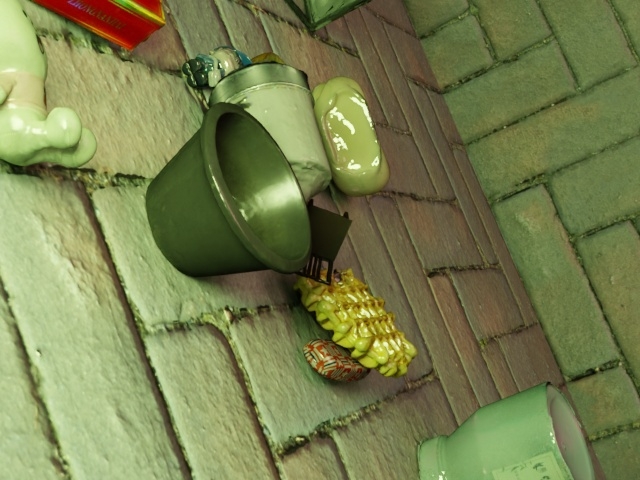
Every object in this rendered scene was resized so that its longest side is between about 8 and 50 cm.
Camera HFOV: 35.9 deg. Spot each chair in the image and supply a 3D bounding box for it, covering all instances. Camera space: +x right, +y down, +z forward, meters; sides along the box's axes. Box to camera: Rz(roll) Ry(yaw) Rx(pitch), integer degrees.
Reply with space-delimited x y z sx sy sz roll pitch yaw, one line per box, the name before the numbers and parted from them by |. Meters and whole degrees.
chair | 0.000 0.000 1.712 0.084 0.101 0.212 20 10 -4

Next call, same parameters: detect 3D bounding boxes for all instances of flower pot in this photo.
flower pot | -0.145 -0.050 1.434 0.269 0.166 0.269 47 30 -39

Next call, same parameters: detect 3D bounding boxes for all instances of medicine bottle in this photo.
medicine bottle | 0.359 0.436 1.935 0.245 0.290 0.245 49 28 -37

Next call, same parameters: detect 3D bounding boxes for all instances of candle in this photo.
candle | -0.077 -0.130 1.664 0.187 0.187 0.330 28 44 -58

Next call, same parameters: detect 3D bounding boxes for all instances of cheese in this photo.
cheese | 0.061 -0.222 2.132 0.233 0.127 0.266 -62 133 -84

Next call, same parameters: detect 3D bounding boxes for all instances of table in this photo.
table | -0.018 -0.754 2.438 0.272 0.222 0.335 44 29 -47

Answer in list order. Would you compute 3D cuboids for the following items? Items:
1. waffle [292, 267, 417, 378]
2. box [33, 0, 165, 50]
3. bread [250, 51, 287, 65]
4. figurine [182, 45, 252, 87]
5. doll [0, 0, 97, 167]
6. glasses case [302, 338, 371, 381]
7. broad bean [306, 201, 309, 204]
waffle | 0.059 0.134 1.795 0.309 0.065 0.283 40 16 -29
box | -0.348 -0.456 1.465 0.197 0.089 0.313 23 44 -50
bread | -0.080 -0.257 1.949 0.236 0.070 0.236 52 23 -33
figurine | -0.184 -0.300 1.751 0.149 0.087 0.086 -30 95 -54
doll | -0.368 -0.198 1.141 0.275 0.113 0.155 61 0 2
glasses case | 0.030 0.212 1.712 0.073 0.049 0.194 51 14 24
broad bean | -0.050 -0.064 1.837 0.213 0.048 0.070 34 37 -53
